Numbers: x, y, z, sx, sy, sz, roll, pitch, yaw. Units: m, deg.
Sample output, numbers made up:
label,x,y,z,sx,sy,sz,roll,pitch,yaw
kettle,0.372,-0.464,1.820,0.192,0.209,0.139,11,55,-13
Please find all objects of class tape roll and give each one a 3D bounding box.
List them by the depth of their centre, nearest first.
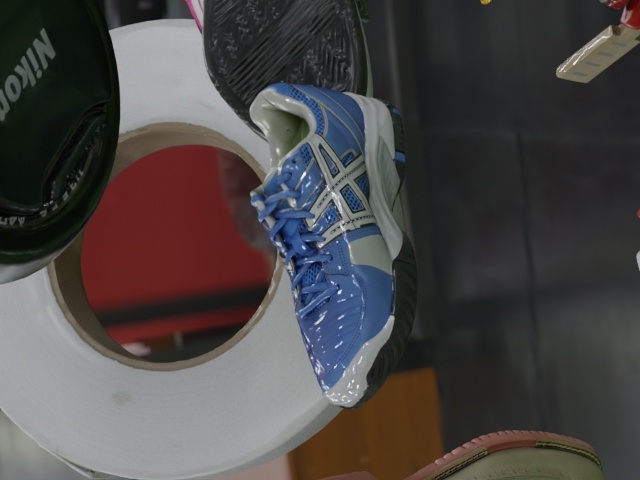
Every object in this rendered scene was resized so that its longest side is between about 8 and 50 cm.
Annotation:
label,x,y,z,sx,sy,sz,roll,pitch,yaw
tape roll,-0.123,0.010,1.507,0.072,0.392,0.392,28,-131,-76

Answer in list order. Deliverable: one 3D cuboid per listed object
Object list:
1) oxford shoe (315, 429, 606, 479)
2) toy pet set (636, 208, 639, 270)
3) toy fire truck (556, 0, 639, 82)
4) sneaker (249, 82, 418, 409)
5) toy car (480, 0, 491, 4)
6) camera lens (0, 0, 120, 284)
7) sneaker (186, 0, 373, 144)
label,x,y,z,sx,sy,sz,roll,pitch,yaw
oxford shoe,0.125,0.278,1.614,0.146,0.397,0.140,47,134,38
toy pet set,0.260,0.030,1.285,0.114,0.122,0.065,40,105,11
toy fire truck,0.299,-0.290,1.983,0.158,0.217,0.246,-115,39,-72
sneaker,0.000,0.000,0.983,0.080,0.081,0.211,-48,35,38
toy car,0.131,-0.228,1.300,0.060,0.040,0.122,37,116,58
camera lens,-0.270,-0.076,1.027,0.274,0.219,0.219,-6,92,33
sneaker,-0.023,-0.135,1.220,0.178,0.123,0.295,47,-167,-53
